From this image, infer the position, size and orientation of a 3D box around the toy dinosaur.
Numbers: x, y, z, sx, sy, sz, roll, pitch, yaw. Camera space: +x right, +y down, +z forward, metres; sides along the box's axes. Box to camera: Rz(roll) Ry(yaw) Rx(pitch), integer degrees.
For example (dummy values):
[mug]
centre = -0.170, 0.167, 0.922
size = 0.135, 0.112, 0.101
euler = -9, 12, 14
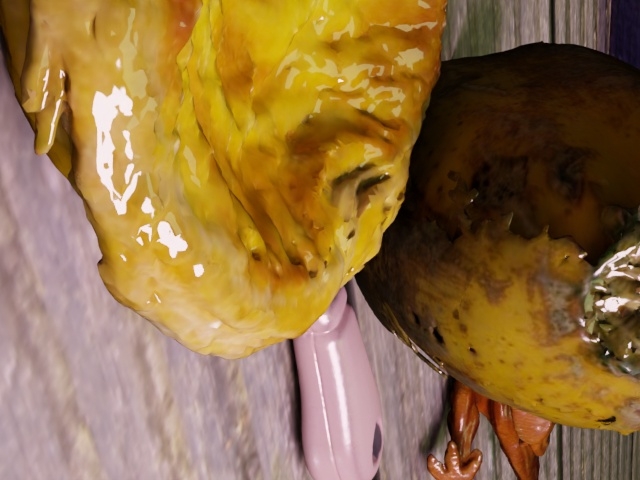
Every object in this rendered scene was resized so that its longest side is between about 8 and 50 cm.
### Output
[toy dinosaur]
centre = 0.155, 0.145, 1.079
size = 0.208, 0.097, 0.432
euler = -59, 154, -62

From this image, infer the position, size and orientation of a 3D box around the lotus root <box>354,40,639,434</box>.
[lotus root]
centre = 0.112, -0.017, 0.680
size = 0.397, 0.196, 0.179
euler = -119, -145, -76

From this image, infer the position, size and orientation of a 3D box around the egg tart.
[egg tart]
centre = -0.038, -0.099, 0.488
size = 0.295, 0.116, 0.295
euler = 11, 90, -67

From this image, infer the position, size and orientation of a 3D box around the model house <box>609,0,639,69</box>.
[model house]
centre = 0.504, -0.221, 1.503
size = 0.280, 0.312, 0.245
euler = -51, 146, -55

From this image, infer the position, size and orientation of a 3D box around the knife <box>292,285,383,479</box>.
[knife]
centre = 0.001, -0.001, 0.717
size = 0.081, 0.043, 0.336
euler = -63, 151, -56
